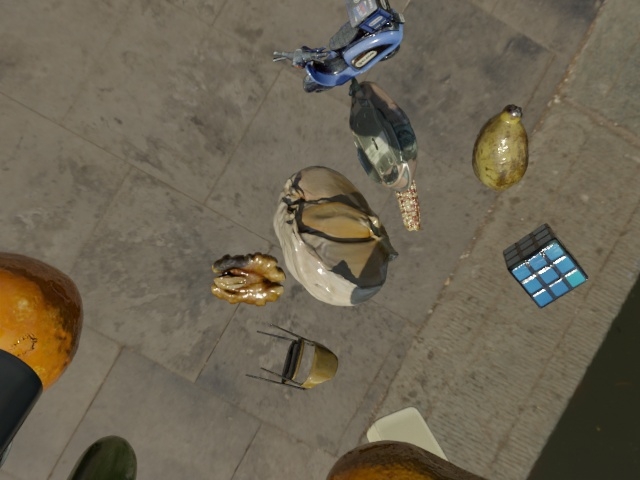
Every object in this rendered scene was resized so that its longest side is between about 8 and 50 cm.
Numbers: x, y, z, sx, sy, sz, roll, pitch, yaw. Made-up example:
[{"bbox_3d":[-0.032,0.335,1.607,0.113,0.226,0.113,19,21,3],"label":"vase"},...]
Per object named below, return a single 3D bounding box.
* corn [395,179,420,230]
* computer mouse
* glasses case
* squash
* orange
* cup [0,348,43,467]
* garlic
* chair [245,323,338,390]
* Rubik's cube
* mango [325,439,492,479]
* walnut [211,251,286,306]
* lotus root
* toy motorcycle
[{"bbox_3d":[0.297,-0.147,1.845,0.080,0.079,0.236,-8,83,-4],"label":"corn"},{"bbox_3d":[0.177,-0.318,1.531,0.115,0.199,0.388,-19,79,-30],"label":"computer mouse"},{"bbox_3d":[0.234,0.540,1.219,0.131,0.070,0.312,-13,52,-26],"label":"glasses case"},{"bbox_3d":[-0.279,0.347,0.590,0.095,0.341,0.094,1,114,3],"label":"squash"},{"bbox_3d":[-0.506,0.139,0.845,0.247,0.246,0.245,0,89,-4],"label":"orange"},{"bbox_3d":[-0.267,0.140,0.418,0.078,0.077,0.100,8,127,10],"label":"cup"},{"bbox_3d":[0.000,0.000,0.804,0.178,0.143,0.229,15,51,-30],"label":"garlic"},{"bbox_3d":[-0.090,0.392,1.761,0.247,0.172,0.158,23,61,-20],"label":"chair"},{"bbox_3d":[0.652,0.072,1.568,0.161,0.163,0.162,-38,96,21],"label":"Rubik's cube"},{"bbox_3d":[0.080,0.231,0.444,0.165,0.089,0.115,19,46,21],"label":"mango"},{"bbox_3d":[-0.167,0.083,1.248,0.171,0.069,0.142,6,115,-9],"label":"walnut"},{"bbox_3d":[0.407,-0.210,1.206,0.139,0.138,0.213,-8,129,-4],"label":"lotus root"},{"bbox_3d":[0.051,-0.498,1.387,0.213,0.359,0.125,4,66,-46],"label":"toy motorcycle"}]
